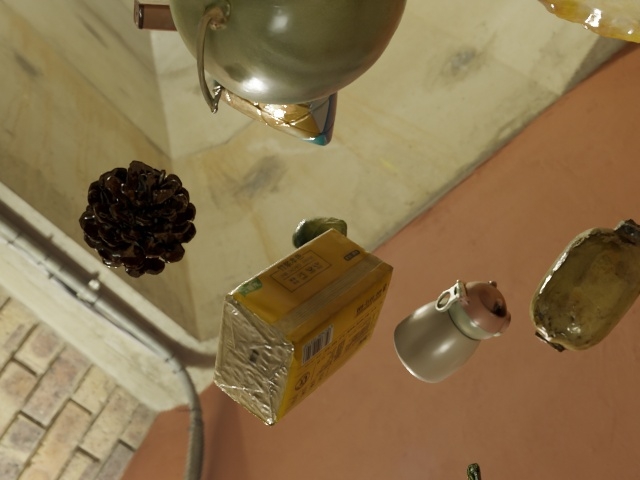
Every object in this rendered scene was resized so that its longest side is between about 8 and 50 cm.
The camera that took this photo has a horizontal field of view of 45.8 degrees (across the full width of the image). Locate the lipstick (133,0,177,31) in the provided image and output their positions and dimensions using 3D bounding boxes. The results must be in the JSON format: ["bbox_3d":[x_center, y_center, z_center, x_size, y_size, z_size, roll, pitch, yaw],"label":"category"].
[{"bbox_3d":[-0.230,-0.370,1.246,0.045,0.145,0.045,-126,-141,-49],"label":"lipstick"}]

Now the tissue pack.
[{"bbox_3d":[-0.041,0.188,1.742,0.228,0.293,0.382,33,-139,24],"label":"tissue pack"}]

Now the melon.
[{"bbox_3d":[-0.031,-0.283,0.846,0.271,0.272,0.308,-28,176,24],"label":"melon"}]

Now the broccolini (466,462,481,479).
[{"bbox_3d":[0.281,0.448,1.215,0.057,0.071,0.254,-40,-153,17],"label":"broccolini"}]

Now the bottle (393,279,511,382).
[{"bbox_3d":[0.272,0.169,1.516,0.236,0.147,0.148,-43,-152,33],"label":"bottle"}]

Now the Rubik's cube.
[{"bbox_3d":[-0.041,-0.312,1.308,0.254,0.254,0.254,-29,-145,23],"label":"Rubik's cube"}]

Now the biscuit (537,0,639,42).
[{"bbox_3d":[0.537,-0.487,1.269,0.446,0.429,0.104,113,0,-76],"label":"biscuit"}]

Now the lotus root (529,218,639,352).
[{"bbox_3d":[0.512,0.082,1.428,0.284,0.160,0.146,-54,-173,4],"label":"lotus root"}]

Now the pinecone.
[{"bbox_3d":[-0.210,-0.027,0.893,0.121,0.140,0.140,-38,-156,55],"label":"pinecone"}]

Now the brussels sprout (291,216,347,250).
[{"bbox_3d":[-0.002,0.003,1.948,0.155,0.118,0.155,4,-157,-2],"label":"brussels sprout"}]
